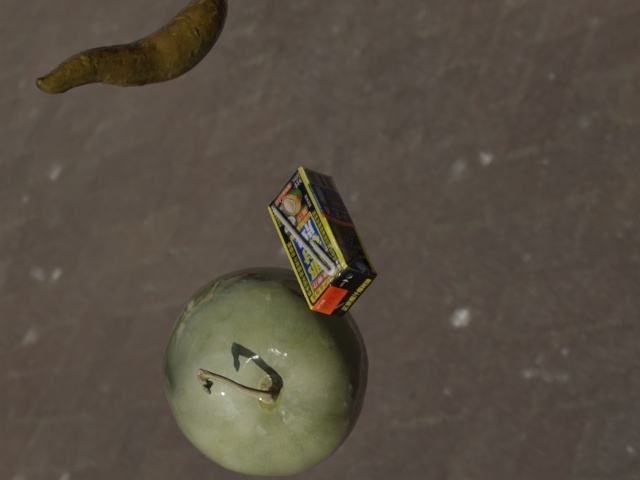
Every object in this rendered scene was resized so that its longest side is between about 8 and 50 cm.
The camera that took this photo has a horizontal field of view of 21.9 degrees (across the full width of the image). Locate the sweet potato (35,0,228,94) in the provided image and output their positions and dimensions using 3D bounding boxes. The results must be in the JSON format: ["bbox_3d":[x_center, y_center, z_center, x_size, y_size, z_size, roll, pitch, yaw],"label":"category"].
[{"bbox_3d":[-0.171,-0.181,1.627,0.249,0.069,0.059,-30,36,-32],"label":"sweet potato"}]

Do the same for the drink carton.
[{"bbox_3d":[0.000,0.000,1.813,0.071,0.056,0.165,-54,39,27],"label":"drink carton"}]

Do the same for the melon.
[{"bbox_3d":[-0.067,0.154,2.003,0.272,0.272,0.308,-48,30,11],"label":"melon"}]
